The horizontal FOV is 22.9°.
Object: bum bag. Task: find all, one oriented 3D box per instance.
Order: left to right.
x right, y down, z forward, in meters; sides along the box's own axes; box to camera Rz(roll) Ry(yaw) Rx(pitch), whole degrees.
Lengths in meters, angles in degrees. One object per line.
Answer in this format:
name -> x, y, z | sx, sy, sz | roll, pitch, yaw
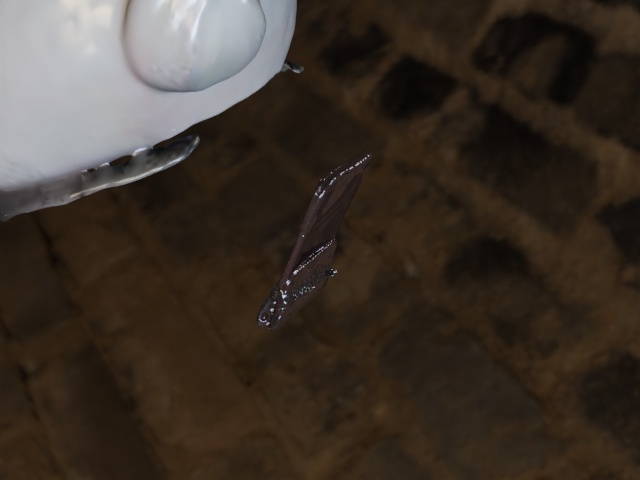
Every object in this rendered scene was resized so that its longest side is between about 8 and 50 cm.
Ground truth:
bum bag -> 0.000, 0.000, 1.381 | 0.026, 0.159, 0.109 | 32, -148, 13

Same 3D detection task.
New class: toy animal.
toy animal -> -0.129, -0.178, 0.664 | 0.182, 0.310, 0.247 | -19, -158, 1
